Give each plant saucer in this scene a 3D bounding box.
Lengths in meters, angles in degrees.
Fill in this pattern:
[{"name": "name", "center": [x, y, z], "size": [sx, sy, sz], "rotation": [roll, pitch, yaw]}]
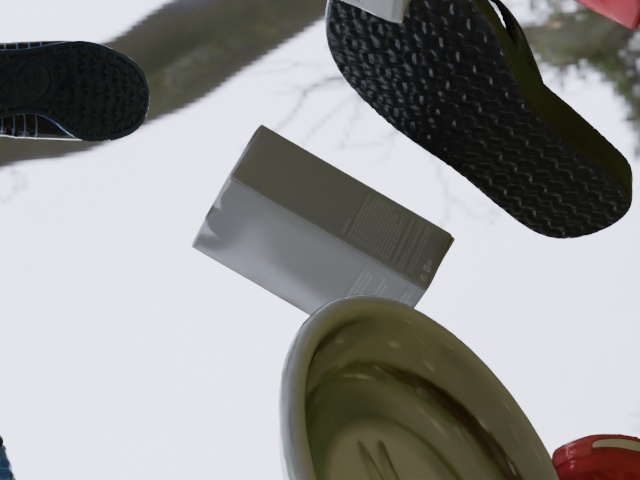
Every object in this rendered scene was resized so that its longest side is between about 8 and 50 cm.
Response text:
[{"name": "plant saucer", "center": [0.083, 0.244, 1.589], "size": [0.400, 0.100, 0.400], "rotation": [36, -145, -30]}]

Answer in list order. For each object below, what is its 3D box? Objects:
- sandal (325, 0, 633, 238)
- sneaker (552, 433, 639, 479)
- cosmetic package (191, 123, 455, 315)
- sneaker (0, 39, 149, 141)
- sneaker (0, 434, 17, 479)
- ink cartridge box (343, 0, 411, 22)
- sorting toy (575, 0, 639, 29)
[{"name": "sandal", "center": [0.153, -0.156, 1.783], "size": [0.446, 0.167, 0.107], "rotation": [42, -140, -40]}, {"name": "sneaker", "center": [0.281, 0.254, 1.522], "size": [0.221, 0.087, 0.128], "rotation": [30, -135, -33]}, {"name": "cosmetic package", "center": [0.000, 0.000, 1.881], "size": [0.238, 0.127, 0.107], "rotation": [33, -135, -2]}, {"name": "sneaker", "center": [-0.241, -0.119, 1.391], "size": [0.232, 0.090, 0.081], "rotation": [1, -84, -47]}, {"name": "sneaker", "center": [-0.350, 0.275, 1.793], "size": [0.130, 0.330, 0.147], "rotation": [-26, -76, -13]}, {"name": "ink cartridge box", "center": [0.071, -0.376, 1.391], "size": [0.272, 0.130, 0.309], "rotation": [92, -157, -67]}, {"name": "sorting toy", "center": [0.125, -0.243, 0.860], "size": [0.089, 0.257, 0.255], "rotation": [-37, -30, -45]}]
